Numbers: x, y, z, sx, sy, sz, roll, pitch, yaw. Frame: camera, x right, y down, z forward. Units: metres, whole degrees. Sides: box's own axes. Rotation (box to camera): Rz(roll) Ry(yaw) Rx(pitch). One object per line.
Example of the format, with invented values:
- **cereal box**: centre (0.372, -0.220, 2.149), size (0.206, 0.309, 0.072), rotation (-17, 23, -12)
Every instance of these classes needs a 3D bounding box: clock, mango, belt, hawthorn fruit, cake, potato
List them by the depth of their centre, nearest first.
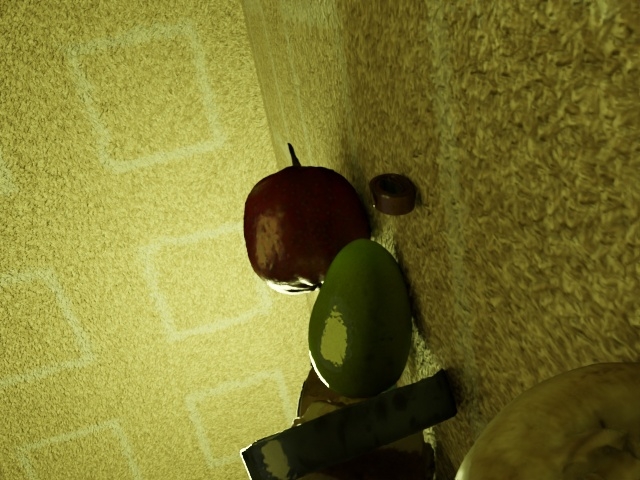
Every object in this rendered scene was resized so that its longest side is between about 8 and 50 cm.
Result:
- **belt**: centre (0.097, -0.062, 0.746), size (0.083, 0.059, 0.036), rotation (-119, 17, -60)
- **clock**: centre (0.043, 0.278, 0.800), size (0.325, 0.325, 0.067), rotation (96, 155, -70)
- **mango**: centre (0.070, 0.142, 0.924), size (0.185, 0.149, 0.273), rotation (34, 118, 46)
- **cake**: centre (0.069, 0.476, 0.976), size (0.290, 0.282, 0.255), rotation (-59, -33, -48)
- **hawthorn fruit**: centre (-0.035, -0.050, 1.080), size (0.254, 0.254, 0.300), rotation (106, 153, -76)
- **potato**: centre (0.070, 0.424, 1.505), size (0.299, 0.196, 0.246), rotation (-68, -22, -50)

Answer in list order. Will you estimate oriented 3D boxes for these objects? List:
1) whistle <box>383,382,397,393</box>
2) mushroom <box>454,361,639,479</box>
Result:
- **whistle**: centre (0.112, 0.209, 1.107), size (0.269, 0.093, 0.180), rotation (74, -178, -47)
- **mushroom**: centre (0.157, 0.176, 0.259), size (0.253, 0.189, 0.195), rotation (-118, 12, -50)
